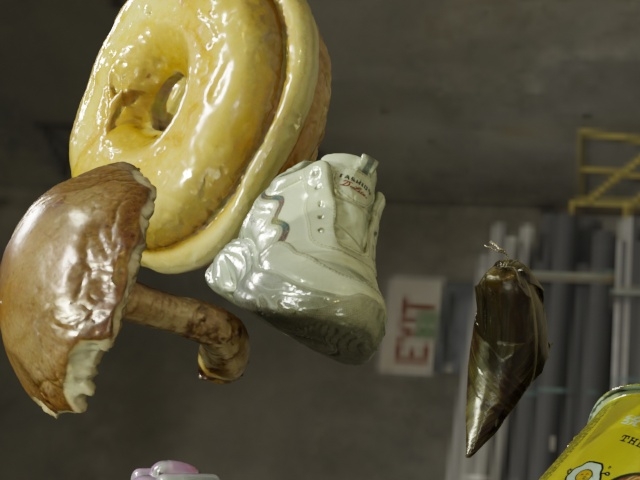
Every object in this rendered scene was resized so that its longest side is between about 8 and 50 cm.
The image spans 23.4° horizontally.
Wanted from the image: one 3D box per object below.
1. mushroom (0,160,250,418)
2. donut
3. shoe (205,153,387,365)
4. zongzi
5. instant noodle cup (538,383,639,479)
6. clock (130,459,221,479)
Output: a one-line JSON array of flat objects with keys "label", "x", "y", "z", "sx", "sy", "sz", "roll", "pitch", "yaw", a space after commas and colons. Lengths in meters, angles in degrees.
[{"label": "mushroom", "x": -0.164, "y": 0.034, "z": 1.430, "sx": 0.301, "sy": 0.233, "sz": 0.208, "roll": -13, "pitch": -108, "yaw": -50}, {"label": "donut", "x": -0.163, "y": -0.171, "z": 2.085, "sx": 0.198, "sy": 0.448, "sz": 0.449, "roll": 20, "pitch": -112, "yaw": -42}, {"label": "shoe", "x": 0.000, "y": 0.000, "z": 1.633, "sx": 0.211, "sy": 0.132, "sz": 0.342, "roll": -61, "pitch": 23, "yaw": -3}, {"label": "zongzi", "x": 0.197, "y": 0.129, "z": 1.769, "sx": 0.184, "sy": 0.084, "sz": 0.187, "roll": -56, "pitch": -32, "yaw": -30}, {"label": "instant noodle cup", "x": 0.378, "y": 0.374, "z": 1.889, "sx": 0.254, "sy": 0.325, "sz": 0.326, "roll": -32, "pitch": -46, "yaw": -31}, {"label": "clock", "x": -0.178, "y": 0.369, "z": 1.793, "sx": 0.248, "sy": 0.090, "sz": 0.228, "roll": 180, "pitch": 92, "yaw": -73}]
